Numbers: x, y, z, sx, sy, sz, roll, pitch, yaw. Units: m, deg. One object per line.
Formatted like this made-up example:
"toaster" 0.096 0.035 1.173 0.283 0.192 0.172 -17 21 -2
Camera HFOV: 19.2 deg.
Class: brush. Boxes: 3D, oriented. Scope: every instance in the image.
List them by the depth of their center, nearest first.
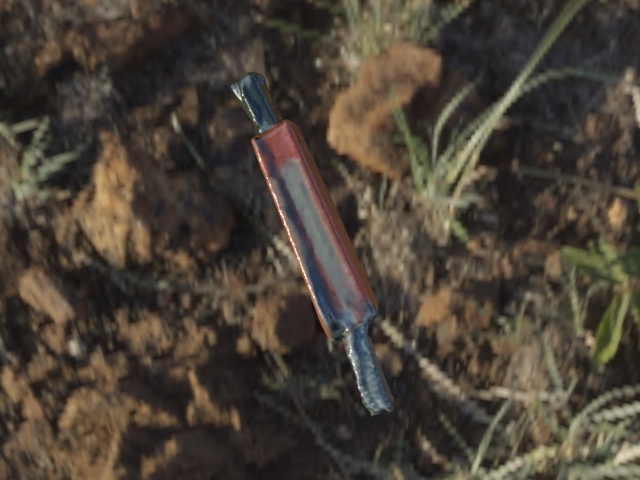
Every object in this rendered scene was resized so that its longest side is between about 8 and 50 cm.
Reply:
"brush" 0.001 0.000 1.651 0.051 0.070 0.323 -22 80 2
